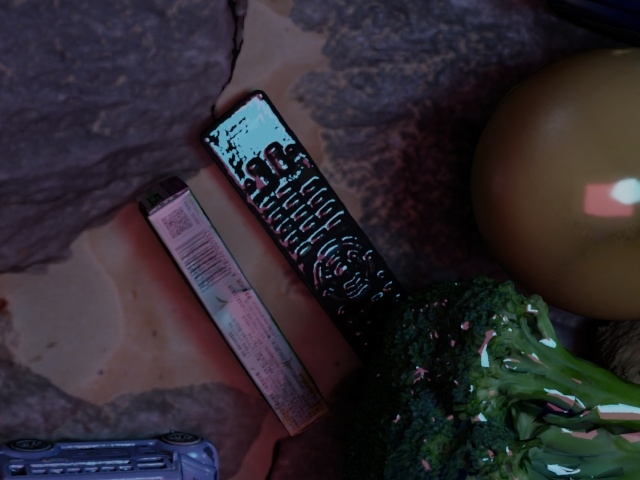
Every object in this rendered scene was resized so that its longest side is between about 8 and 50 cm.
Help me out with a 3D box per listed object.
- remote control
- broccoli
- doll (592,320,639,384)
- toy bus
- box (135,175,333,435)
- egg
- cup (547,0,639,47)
[{"bbox_3d":[0.000,0.000,1.172,0.063,0.025,0.245,-38,109,-10],"label":"remote control"},{"bbox_3d":[0.139,0.150,1.116,0.245,0.265,0.294,4,134,9],"label":"broccoli"},{"bbox_3d":[0.273,0.091,1.235,0.221,0.115,0.105,-29,90,17],"label":"doll"},{"bbox_3d":[-0.150,0.183,1.127,0.167,0.076,0.073,0,100,-19],"label":"toy bus"},{"bbox_3d":[-0.062,0.049,1.146,0.041,0.050,0.207,-35,109,-7],"label":"box"},{"bbox_3d":[0.209,-0.039,1.132,0.244,0.201,0.201,-13,108,-55],"label":"egg"},{"bbox_3d":[0.313,-0.251,1.133,0.255,0.178,0.256,19,96,6],"label":"cup"}]
